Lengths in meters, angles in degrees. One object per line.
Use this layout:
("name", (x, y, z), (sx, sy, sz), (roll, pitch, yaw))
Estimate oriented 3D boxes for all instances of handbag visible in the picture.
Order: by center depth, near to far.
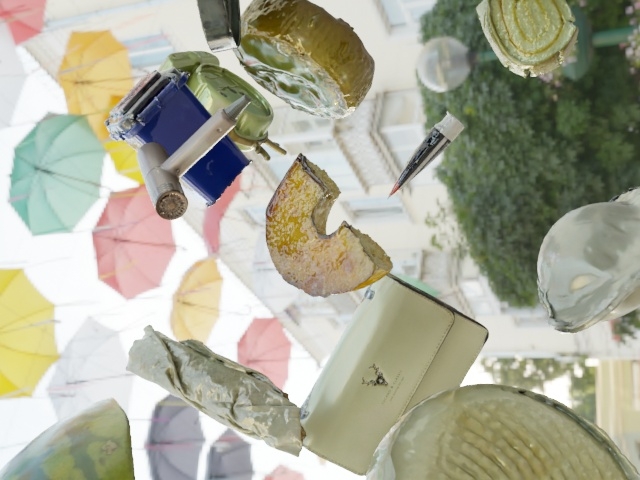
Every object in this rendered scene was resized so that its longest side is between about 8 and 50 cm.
("handbag", (0.125, 0.259, 1.607), (0.359, 0.236, 0.160), (-61, 17, 3))

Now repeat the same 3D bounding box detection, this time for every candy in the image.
("candy", (-0.029, -0.314, 1.461), (0.118, 0.260, 0.260), (-59, -34, -13))

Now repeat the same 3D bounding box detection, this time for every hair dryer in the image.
("hair dryer", (-0.200, -0.160, 1.333), (0.053, 0.220, 0.195), (34, -169, -33))

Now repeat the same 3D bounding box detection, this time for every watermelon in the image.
("watermelon", (-0.199, 0.212, 0.636), (0.303, 0.128, 0.159), (170, 88, -72))

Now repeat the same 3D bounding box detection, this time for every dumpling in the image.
("dumpling", (0.351, 0.019, 1.003), (0.142, 0.172, 0.247), (38, -135, -7))

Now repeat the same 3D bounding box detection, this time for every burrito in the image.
("burrito", (-0.187, 0.265, 1.547), (0.117, 0.392, 0.076), (-67, -24, -2))

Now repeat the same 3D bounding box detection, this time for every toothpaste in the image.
("toothpaste", (0.188, -0.152, 1.579), (0.045, 0.193, 0.071), (41, -165, -2))

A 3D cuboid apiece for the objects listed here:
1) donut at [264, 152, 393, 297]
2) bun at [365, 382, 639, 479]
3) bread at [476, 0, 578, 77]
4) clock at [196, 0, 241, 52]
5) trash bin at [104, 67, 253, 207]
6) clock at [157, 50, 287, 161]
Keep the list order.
("donut", (-0.005, -0.001, 1.366), (0.101, 0.152, 0.259), (16, -144, -56))
("bun", (0.219, 0.367, 1.049), (0.202, 0.364, 0.364), (110, 174, -55))
("bread", (0.301, -0.317, 1.236), (0.064, 0.117, 0.156), (50, -164, -78))
("clock", (-0.155, -0.391, 1.272), (0.215, 0.042, 0.215), (-5, -90, -87))
("trash bin", (-0.249, -0.183, 1.524), (0.162, 0.184, 0.234), (-49, -67, -12))
("clock", (-0.200, -0.288, 1.848), (0.308, 0.096, 0.235), (41, -159, 4))
